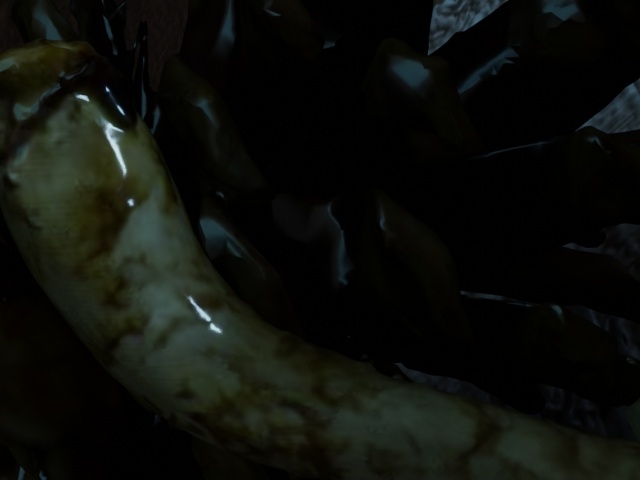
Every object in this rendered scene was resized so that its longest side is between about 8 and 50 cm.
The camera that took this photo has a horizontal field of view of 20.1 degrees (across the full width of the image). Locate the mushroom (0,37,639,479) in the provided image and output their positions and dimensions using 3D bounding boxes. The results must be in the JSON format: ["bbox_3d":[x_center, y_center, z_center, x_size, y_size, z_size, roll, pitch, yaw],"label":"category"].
[{"bbox_3d":[0.058,0.060,0.562,0.301,0.208,0.233,26,121,30],"label":"mushroom"}]

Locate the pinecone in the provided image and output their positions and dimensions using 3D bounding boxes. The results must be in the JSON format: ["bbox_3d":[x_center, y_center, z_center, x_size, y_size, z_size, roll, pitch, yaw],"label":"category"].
[{"bbox_3d":[0.000,0.000,0.783,0.384,0.384,0.384,-35,35,29],"label":"pinecone"}]
